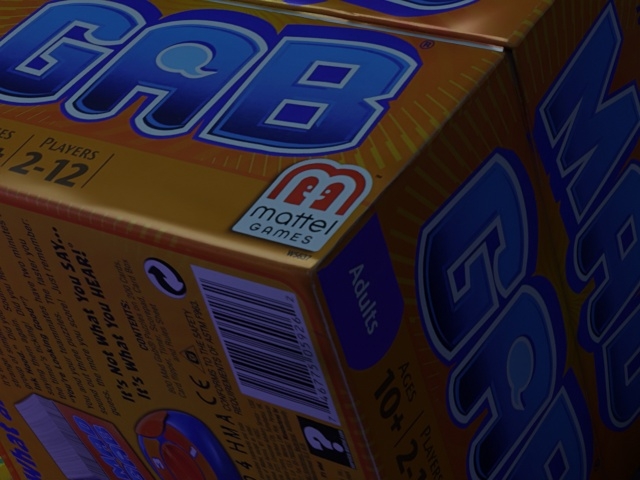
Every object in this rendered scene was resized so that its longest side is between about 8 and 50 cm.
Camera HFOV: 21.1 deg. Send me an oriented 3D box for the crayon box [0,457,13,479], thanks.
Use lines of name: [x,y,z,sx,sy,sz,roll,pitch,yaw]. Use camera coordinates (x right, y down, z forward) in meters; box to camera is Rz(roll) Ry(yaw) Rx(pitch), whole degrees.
crayon box: [-0.341,0.198,1.406,0.323,0.083,0.203,16,17,21]

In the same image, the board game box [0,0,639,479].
board game box: [0.000,0.000,1.071,0.356,0.356,0.356,14,49,35]
